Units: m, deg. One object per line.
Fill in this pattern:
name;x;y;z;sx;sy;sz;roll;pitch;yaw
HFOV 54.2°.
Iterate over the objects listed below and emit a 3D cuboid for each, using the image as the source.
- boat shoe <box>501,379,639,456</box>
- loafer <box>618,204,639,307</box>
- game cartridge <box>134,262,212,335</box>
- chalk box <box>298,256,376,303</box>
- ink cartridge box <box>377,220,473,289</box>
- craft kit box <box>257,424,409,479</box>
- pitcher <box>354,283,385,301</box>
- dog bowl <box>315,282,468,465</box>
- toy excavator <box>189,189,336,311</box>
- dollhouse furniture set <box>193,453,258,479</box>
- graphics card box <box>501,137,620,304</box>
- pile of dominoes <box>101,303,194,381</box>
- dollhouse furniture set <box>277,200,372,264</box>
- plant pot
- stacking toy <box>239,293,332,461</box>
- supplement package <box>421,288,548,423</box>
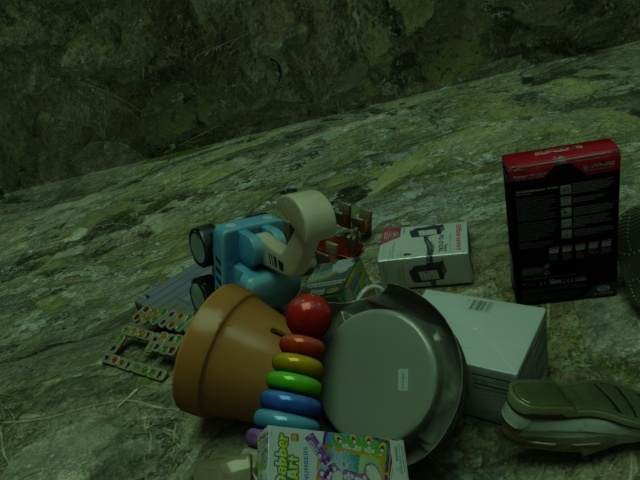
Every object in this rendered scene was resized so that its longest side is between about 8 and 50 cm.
boat shoe;0.465;0.316;1.103;0.302;0.103;0.113;8;24;-4
loafer;0.736;0.043;1.420;0.102;0.092;0.269;-30;42;46
game cartridge;-0.333;0.136;1.824;0.355;0.068;0.230;-34;39;-32
chalk box;0.035;0.159;1.523;0.132;0.132;0.213;-11;28;29
ink cartridge box;0.284;0.039;1.678;0.237;0.100;0.172;-6;30;15
craft kit box;0.026;0.418;0.944;0.246;0.061;0.250;11;51;-20
pitcher;0.084;0.207;1.398;0.207;0.178;0.125;-22;-9;-18
dog bowl;0.117;0.259;1.179;0.348;0.102;0.349;-11;69;30
toy excavator;-0.124;0.047;1.514;0.222;0.433;0.445;-14;28;-35
dollhouse furniture set;-0.155;0.484;0.975;0.160;0.212;0.242;-10;54;8
graphics card box;0.543;-0.033;1.412;0.232;0.371;0.094;-9;29;11
pile of dominoes;-0.441;0.249;1.618;0.251;0.040;0.196;7;55;32
dollhouse furniture set;0.000;0.000;1.886;0.259;0.135;0.262;18;40;27
plant pot;-0.146;0.259;1.322;0.203;0.291;0.291;18;39;19
stacking toy;-0.044;0.257;1.149;0.141;0.141;0.331;3;71;29
supplement package;0.306;0.231;1.279;0.261;0.145;0.204;8;36;33
